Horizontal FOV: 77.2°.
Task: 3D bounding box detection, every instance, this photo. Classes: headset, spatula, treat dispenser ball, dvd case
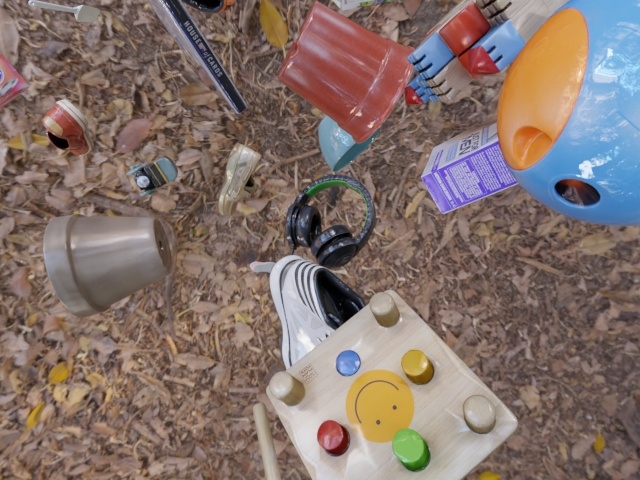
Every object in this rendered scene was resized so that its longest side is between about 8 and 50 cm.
[{"bbox_3d":[0.000,0.000,1.168,0.243,0.185,0.394,34,84,24],"label":"headset"},{"bbox_3d":[-0.714,-0.716,1.156,0.019,0.242,0.168,42,117,-5],"label":"spatula"},{"bbox_3d":[0.370,-0.161,0.485,0.288,0.288,0.288,-2,105,-7],"label":"treat dispenser ball"},{"bbox_3d":[-0.231,-0.350,0.704,0.029,0.179,0.239,-39,140,-5],"label":"dvd case"}]

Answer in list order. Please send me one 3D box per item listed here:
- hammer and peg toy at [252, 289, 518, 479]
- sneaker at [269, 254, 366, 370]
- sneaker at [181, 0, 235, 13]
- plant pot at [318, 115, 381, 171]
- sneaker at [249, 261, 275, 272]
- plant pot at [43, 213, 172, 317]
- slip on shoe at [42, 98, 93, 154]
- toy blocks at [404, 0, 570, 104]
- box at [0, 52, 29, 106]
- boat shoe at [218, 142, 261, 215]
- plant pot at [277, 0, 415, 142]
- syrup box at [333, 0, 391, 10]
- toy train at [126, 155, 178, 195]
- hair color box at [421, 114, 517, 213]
[{"bbox_3d":[0.034,0.254,0.548,0.361,0.266,0.127,-37,141,-5],"label":"hammer and peg toy"},{"bbox_3d":[0.013,0.264,1.014,0.169,0.257,0.448,-23,106,-27],"label":"sneaker"},{"bbox_3d":[-0.283,-0.605,0.782,0.124,0.180,0.321,-26,123,23],"label":"sneaker"},{"bbox_3d":[0.102,-0.482,1.829,0.290,0.290,0.195,-41,85,4],"label":"plant pot"},{"bbox_3d":[-0.266,0.121,1.866,0.134,0.070,0.051,1,98,-34],"label":"sneaker"},{"bbox_3d":[-0.636,0.051,1.265,0.280,0.323,0.323,-14,106,-10],"label":"plant pot"},{"bbox_3d":[-0.762,-0.319,1.202,0.123,0.331,0.101,47,69,-18],"label":"slip on shoe"},{"bbox_3d":[0.261,-0.349,0.681,0.261,0.381,0.191,-42,104,9],"label":"toy blocks"},{"bbox_3d":[-0.713,-0.249,0.710,0.299,0.154,0.142,-22,119,17],"label":"box"},{"bbox_3d":[-0.301,-0.200,1.491,0.110,0.122,0.341,21,140,-6],"label":"boat shoe"},{"bbox_3d":[0.050,-0.432,1.018,0.265,0.272,0.273,25,100,-17],"label":"plant pot"},{"bbox_3d":[0.158,-0.839,1.312,0.236,0.093,0.096,-19,146,-12],"label":"syrup box"},{"bbox_3d":[-0.722,-0.295,1.763,0.190,0.334,0.142,-29,110,-8],"label":"toy train"},{"bbox_3d":[0.389,-0.195,0.813,0.338,0.185,0.110,-23,109,34],"label":"hair color box"}]
